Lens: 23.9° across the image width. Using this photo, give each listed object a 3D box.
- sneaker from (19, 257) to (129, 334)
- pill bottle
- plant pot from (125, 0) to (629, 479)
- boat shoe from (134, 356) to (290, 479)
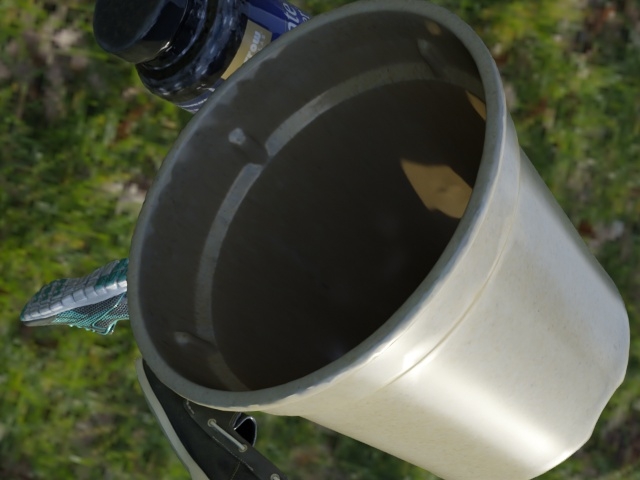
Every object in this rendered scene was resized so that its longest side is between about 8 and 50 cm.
[{"bbox_3d":[-0.265,0.080,1.711,0.076,0.166,0.065,61,29,-26],"label":"sneaker"},{"bbox_3d":[-0.077,-0.159,1.266,0.219,0.122,0.123,23,81,-42],"label":"pill bottle"},{"bbox_3d":[0.075,0.037,1.172,0.305,0.333,0.334,39,65,-40],"label":"plant pot"},{"bbox_3d":[-0.096,0.178,1.362,0.079,0.233,0.084,-34,139,-9],"label":"boat shoe"}]
